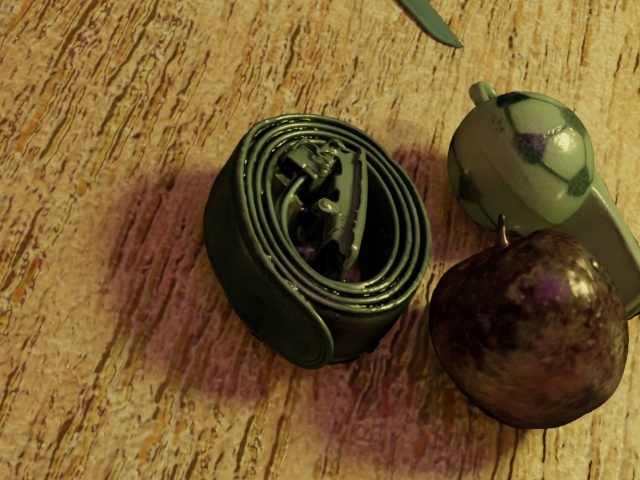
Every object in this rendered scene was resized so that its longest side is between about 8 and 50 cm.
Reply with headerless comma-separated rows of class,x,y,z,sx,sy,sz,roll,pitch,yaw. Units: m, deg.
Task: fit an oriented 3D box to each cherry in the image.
cherry,0.198,0.083,1.370,0.195,0.195,0.195,13,50,-16

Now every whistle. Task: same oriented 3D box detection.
whistle,0.219,-0.050,1.504,0.163,0.163,0.290,-7,57,-29

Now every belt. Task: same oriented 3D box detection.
belt,0.000,0.000,1.387,0.206,0.116,0.267,12,48,-22

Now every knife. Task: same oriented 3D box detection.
knife,0.061,-0.335,1.746,0.044,0.019,0.313,-27,71,-40
